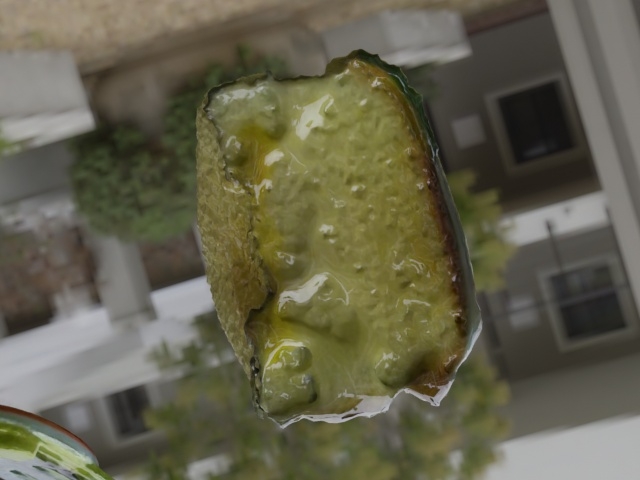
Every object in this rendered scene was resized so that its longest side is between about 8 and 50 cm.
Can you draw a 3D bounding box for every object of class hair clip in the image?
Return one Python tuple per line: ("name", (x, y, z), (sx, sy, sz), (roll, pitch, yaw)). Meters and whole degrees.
("hair clip", (-0.120, 0.130, 0.885), (0.060, 0.188, 0.033), (-14, -138, 38))

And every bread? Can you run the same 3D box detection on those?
("bread", (-0.001, 0.007, 1.250), (0.174, 0.252, 0.133), (-14, 177, -19))
